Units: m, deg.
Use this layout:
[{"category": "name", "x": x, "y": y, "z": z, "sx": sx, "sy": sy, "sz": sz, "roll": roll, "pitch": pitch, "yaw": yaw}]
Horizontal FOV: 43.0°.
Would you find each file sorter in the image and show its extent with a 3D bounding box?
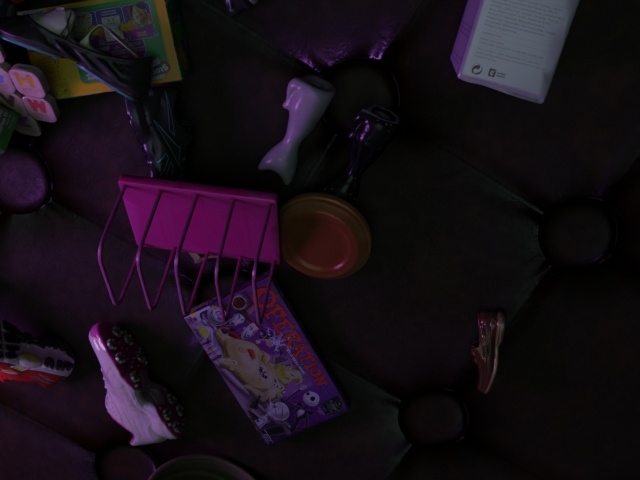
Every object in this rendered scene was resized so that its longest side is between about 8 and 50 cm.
[{"category": "file sorter", "x": -0.232, "y": 0.027, "z": 1.483, "sx": 0.290, "sy": 0.182, "sz": 0.202, "roll": 7, "pitch": 144, "yaw": 5}]

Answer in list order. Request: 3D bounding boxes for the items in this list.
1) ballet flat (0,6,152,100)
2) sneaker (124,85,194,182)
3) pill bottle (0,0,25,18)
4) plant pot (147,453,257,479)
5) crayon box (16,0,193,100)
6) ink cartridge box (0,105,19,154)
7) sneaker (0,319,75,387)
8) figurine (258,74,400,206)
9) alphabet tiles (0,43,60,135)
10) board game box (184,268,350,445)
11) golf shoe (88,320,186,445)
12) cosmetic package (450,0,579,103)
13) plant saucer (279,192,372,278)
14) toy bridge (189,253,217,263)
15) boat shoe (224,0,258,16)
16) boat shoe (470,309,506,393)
[{"category": "ballet flat", "x": -0.418, "y": -0.341, "z": 1.401, "sx": 0.280, "sy": 0.095, "sz": 0.096, "roll": 24, "pitch": 101, "yaw": -15}, {"category": "sneaker", "x": -0.283, "y": -0.164, "z": 1.533, "sx": 0.106, "sy": 0.101, "sz": 0.267, "roll": -18, "pitch": 120, "yaw": -9}, {"category": "pill bottle", "x": -0.637, "y": -0.428, "z": 1.447, "sx": 0.245, "sy": 0.130, "sz": 0.130, "roll": -18, "pitch": 108, "yaw": 12}, {"category": "plant pot", "x": -0.283, "y": 0.676, "z": 1.763, "sx": 0.323, "sy": 0.323, "sz": 0.280, "roll": 29, "pitch": 126, "yaw": -6}, {"category": "crayon box", "x": -0.388, "y": -0.358, "z": 1.479, "sx": 0.278, "sy": 0.081, "sz": 0.165, "roll": -7, "pitch": 110, "yaw": 7}, {"category": "ink cartridge box", "x": -0.683, "y": -0.225, "z": 1.474, "sx": 0.208, "sy": 0.087, "sz": 0.153, "roll": 30, "pitch": 153, "yaw": -36}, {"category": "sneaker", "x": -0.653, "y": 0.245, "z": 1.680, "sx": 0.279, "sy": 0.107, "sz": 0.118, "roll": 28, "pitch": 122, "yaw": -31}, {"category": "figurine", "x": 0.008, "y": -0.175, "z": 1.516, "sx": 0.215, "sy": 0.092, "sz": 0.209, "roll": 25, "pitch": 115, "yaw": -4}, {"category": "alphabet tiles", "x": -0.620, "y": -0.282, "z": 1.463, "sx": 0.284, "sy": 0.021, "sz": 0.278, "roll": 11, "pitch": 151, "yaw": 5}, {"category": "board game box", "x": -0.108, "y": 0.252, "z": 1.704, "sx": 0.208, "sy": 0.056, "sz": 0.347, "roll": -28, "pitch": 106, "yaw": 10}, {"category": "golf shoe", "x": -0.416, "y": 0.314, "z": 1.719, "sx": 0.140, "sy": 0.115, "sz": 0.306, "roll": -26, "pitch": 105, "yaw": 17}, {"category": "cosmetic package", "x": 0.341, "y": -0.444, "z": 1.317, "sx": 0.156, "sy": 0.217, "sz": 0.385, "roll": 16, "pitch": 113, "yaw": -1}, {"category": "plant saucer", "x": 0.000, "y": 0.000, "z": 1.573, "sx": 0.200, "sy": 0.037, "sz": 0.200, "roll": 8, "pitch": 127, "yaw": 11}, {"category": "toy bridge", "x": -0.177, "y": -0.003, "z": 1.623, "sx": 0.188, "sy": 0.026, "sz": 0.063, "roll": -32, "pitch": 106, "yaw": 15}, {"category": "boat shoe", "x": -0.194, "y": -0.472, "z": 1.404, "sx": 0.065, "sy": 0.075, "sz": 0.206, "roll": -36, "pitch": 124, "yaw": 17}, {"category": "boat shoe", "x": 0.333, "y": 0.223, "z": 1.649, "sx": 0.060, "sy": 0.064, "sz": 0.178, "roll": 8, "pitch": 105, "yaw": 7}]
